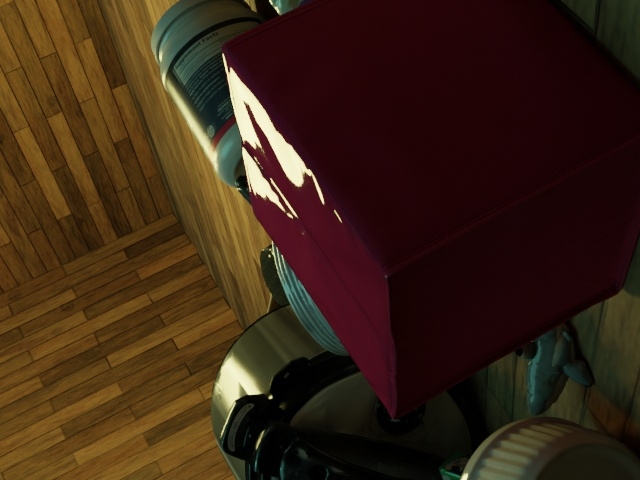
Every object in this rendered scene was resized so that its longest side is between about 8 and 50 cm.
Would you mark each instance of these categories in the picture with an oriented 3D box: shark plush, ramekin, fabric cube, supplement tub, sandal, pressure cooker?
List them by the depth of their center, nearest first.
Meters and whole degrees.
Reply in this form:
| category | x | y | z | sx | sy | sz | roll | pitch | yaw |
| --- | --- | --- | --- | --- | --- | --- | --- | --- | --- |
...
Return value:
| category | x | y | z | sx | sy | sz | roll | pitch | yaw |
| --- | --- | --- | --- | --- | --- | --- | --- | --- | --- |
| fabric cube | 0.098 | -0.053 | 0.896 | 0.258 | 0.254 | 0.259 | 54 | 164 | 30 |
| ramekin | 0.256 | 0.289 | 1.088 | 0.207 | 0.207 | 0.109 | 64 | 159 | -2 |
| shark plush | 0.235 | 0.112 | 1.103 | 0.073 | 0.067 | 0.161 | 49 | 162 | 50 |
| supplement tub | -0.127 | -0.233 | 1.605 | 0.272 | 0.191 | 0.191 | 58 | 167 | 23 |
| pressure cooker | 0.035 | 0.303 | 1.625 | 0.375 | 0.370 | 0.420 | 68 | 167 | -19 |
| sandal | 0.010 | 0.054 | 1.904 | 0.167 | 0.107 | 0.446 | 65 | 155 | -1 |

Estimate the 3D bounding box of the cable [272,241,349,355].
| category | x | y | z | sx | sy | sz | roll | pitch | yaw |
| --- | --- | --- | --- | --- | --- | --- | --- | --- | --- |
| cable | 0.034 | 0.028 | 1.406 | 0.257 | 0.089 | 0.257 | 46 | -140 | -35 |

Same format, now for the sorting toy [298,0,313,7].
| category | x | y | z | sx | sy | sz | roll | pitch | yaw |
| --- | --- | --- | --- | --- | --- | --- | --- | --- | --- |
| sorting toy | 0.079 | -0.128 | 1.244 | 0.126 | 0.127 | 0.365 | 18 | 140 | 38 |

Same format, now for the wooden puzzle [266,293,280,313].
| category | x | y | z | sx | sy | sz | roll | pitch | yaw |
| --- | --- | --- | --- | --- | --- | --- | --- | --- | --- |
| wooden puzzle | -0.025 | 0.224 | 2.053 | 0.221 | 0.044 | 0.238 | 35 | -155 | -15 |

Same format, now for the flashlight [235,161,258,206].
| category | x | y | z | sx | sy | sz | roll | pitch | yaw |
| --- | --- | --- | --- | --- | --- | --- | --- | --- | --- |
| flashlight | 0.000 | 0.000 | 1.553 | 0.304 | 0.103 | 0.103 | 44 | 180 | -21 |

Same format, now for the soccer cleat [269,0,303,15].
| category | x | y | z | sx | sy | sz | roll | pitch | yaw |
| --- | --- | --- | --- | --- | --- | --- | --- | --- | --- |
| soccer cleat | -0.043 | -0.356 | 1.303 | 0.076 | 0.068 | 0.196 | 35 | 147 | 60 |

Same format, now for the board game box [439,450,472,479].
| category | x | y | z | sx | sy | sz | roll | pitch | yaw |
| --- | --- | --- | --- | --- | --- | --- | --- | --- | --- |
| board game box | 0.295 | 0.443 | 1.412 | 0.214 | 0.046 | 0.317 | 7 | 125 | 46 |
